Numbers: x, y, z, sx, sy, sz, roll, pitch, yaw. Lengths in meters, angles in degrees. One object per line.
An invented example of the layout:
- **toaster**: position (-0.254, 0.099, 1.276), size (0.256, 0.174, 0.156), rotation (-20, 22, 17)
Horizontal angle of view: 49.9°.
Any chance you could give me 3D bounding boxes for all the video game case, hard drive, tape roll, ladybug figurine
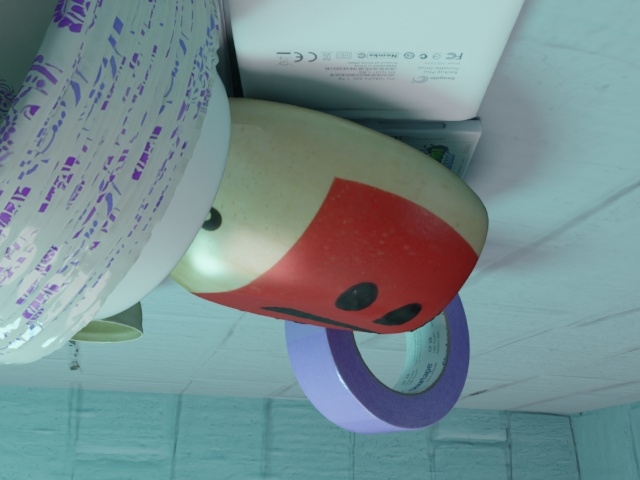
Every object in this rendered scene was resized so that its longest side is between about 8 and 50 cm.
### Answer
- **video game case**: position (0.092, -0.087, 0.761), size (0.143, 0.019, 0.157), rotation (0, 159, 1)
- **hard drive**: position (0.039, -0.183, 0.481), size (0.210, 0.040, 0.319), rotation (1, 159, 0)
- **tape roll**: position (0.086, 0.127, 0.963), size (0.274, 0.275, 0.090), rotation (15, 155, -34)
- **ladybug figurine**: position (0.000, 0.000, 0.707), size (0.305, 0.162, 0.449), rotation (-6, 162, 44)

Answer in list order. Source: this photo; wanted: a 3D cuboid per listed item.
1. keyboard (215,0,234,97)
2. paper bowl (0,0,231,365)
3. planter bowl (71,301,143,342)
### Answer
- **keyboard**: position (-0.113, -0.172, 0.560), size (0.072, 0.014, 0.256), rotation (6, 158, -1)
- **paper bowl**: position (-0.170, -0.061, 0.448), size (0.284, 0.284, 0.148), rotation (-18, 145, 39)
- **planter bowl**: position (-0.369, 0.098, 1.126), size (0.162, 0.109, 0.162), rotation (1, 160, 0)
